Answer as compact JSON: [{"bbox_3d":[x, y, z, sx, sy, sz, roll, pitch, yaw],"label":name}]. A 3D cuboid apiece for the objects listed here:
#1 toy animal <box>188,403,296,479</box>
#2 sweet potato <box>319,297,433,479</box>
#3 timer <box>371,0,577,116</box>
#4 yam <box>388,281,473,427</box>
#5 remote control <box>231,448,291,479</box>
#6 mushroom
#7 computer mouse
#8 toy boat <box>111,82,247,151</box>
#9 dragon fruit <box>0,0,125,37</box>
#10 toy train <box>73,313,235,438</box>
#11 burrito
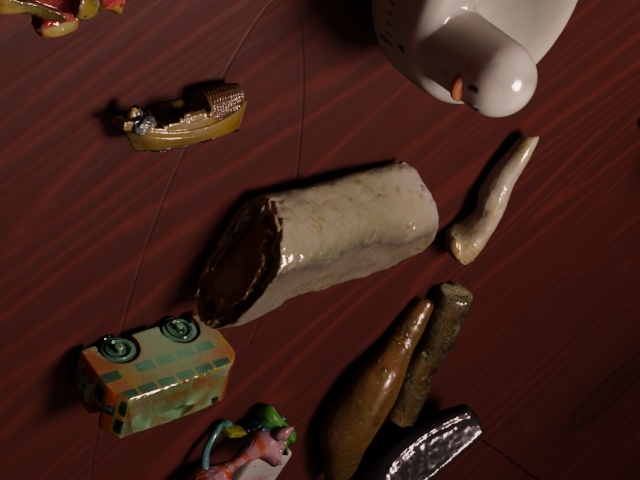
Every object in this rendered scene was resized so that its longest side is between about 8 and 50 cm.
[{"bbox_3d":[-0.129,0.295,1.574,0.208,0.100,0.103,-39,107,-6],"label":"toy animal"},{"bbox_3d":[0.061,0.231,1.717,0.346,0.079,0.108,-63,172,22],"label":"sweet potato"},{"bbox_3d":[0.170,-0.236,1.182,0.233,0.240,0.234,-28,142,-25],"label":"timer"},{"bbox_3d":[0.155,0.171,1.768,0.061,0.061,0.253,-12,135,-40],"label":"yam"},{"bbox_3d":[-0.118,0.363,1.693,0.087,0.029,0.190,9,118,-51],"label":"remote control"},{"bbox_3d":[0.229,-0.060,1.610,0.054,0.059,0.202,25,108,-17],"label":"mushroom"},{"bbox_3d":[0.128,0.346,1.871,0.269,0.100,0.170,-37,172,-14],"label":"computer mouse"},{"bbox_3d":[-0.133,-0.119,1.151,0.149,0.047,0.049,-18,124,-39],"label":"toy boat"},{"bbox_3d":[-0.222,-0.235,0.867,0.207,0.133,0.150,28,77,-40],"label":"dragon fruit"},{"bbox_3d":[-0.177,0.145,1.333,0.188,0.099,0.072,-16,136,-37],"label":"toy train"},{"bbox_3d":[-0.002,0.002,1.375,0.299,0.105,0.143,-18,142,-38],"label":"burrito"}]
